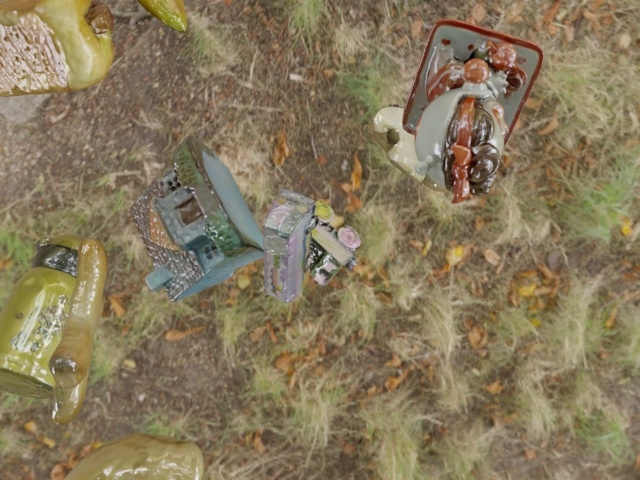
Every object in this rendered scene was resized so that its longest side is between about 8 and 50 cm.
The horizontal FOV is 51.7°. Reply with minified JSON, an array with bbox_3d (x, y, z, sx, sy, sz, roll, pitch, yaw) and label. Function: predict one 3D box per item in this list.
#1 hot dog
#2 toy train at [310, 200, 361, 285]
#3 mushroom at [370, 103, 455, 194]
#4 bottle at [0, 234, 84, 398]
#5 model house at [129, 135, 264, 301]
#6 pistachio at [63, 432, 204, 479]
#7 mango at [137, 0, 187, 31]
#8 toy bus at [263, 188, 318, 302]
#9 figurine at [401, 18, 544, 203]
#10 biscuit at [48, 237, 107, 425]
[{"bbox_3d":[-0.570,-0.418,1.381,0.405,0.223,0.185,5,125,34],"label":"hot dog"},{"bbox_3d":[0.000,0.000,2.006,0.261,0.177,0.134,43,130,6],"label":"toy train"},{"bbox_3d":[0.241,-0.206,1.610,0.285,0.151,0.156,40,78,7],"label":"mushroom"},{"bbox_3d":[-0.588,0.148,1.426,0.171,0.351,0.171,10,150,6],"label":"bottle"},{"bbox_3d":[-0.385,-0.044,1.833,0.339,0.297,0.360,-30,79,10],"label":"model house"},{"bbox_3d":[-0.308,0.406,1.035,0.293,0.181,0.162,-34,149,4],"label":"pistachio"},{"bbox_3d":[-0.321,-0.486,1.314,0.066,0.101,0.187,-46,65,32],"label":"mango"},{"bbox_3d":[-0.084,0.021,1.647,0.112,0.138,0.317,22,144,14],"label":"toy bus"},{"bbox_3d":[0.185,-0.144,0.845,0.160,0.226,0.183,17,130,3],"label":"figurine"},{"bbox_3d":[-0.323,0.122,0.883,0.047,0.208,0.164,11,136,-16],"label":"biscuit"}]
